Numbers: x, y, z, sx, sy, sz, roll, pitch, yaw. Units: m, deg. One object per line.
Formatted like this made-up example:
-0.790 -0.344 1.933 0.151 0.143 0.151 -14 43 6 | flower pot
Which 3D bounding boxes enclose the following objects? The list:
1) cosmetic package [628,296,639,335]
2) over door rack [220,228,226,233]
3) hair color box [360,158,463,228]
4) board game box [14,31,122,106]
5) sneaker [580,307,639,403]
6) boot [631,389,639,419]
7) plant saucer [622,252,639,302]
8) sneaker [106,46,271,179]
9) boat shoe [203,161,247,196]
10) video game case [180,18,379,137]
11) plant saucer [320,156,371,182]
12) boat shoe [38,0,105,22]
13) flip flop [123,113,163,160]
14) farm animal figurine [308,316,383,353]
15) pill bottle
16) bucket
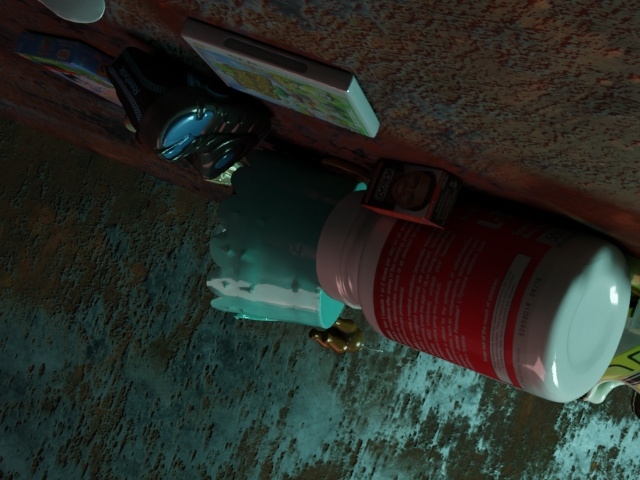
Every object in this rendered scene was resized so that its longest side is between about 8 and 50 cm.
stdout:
0.551 0.114 1.611 0.309 0.113 0.160 22 176 4 | cosmetic package
0.000 0.000 2.551 0.324 0.108 0.239 28 -162 11 | over door rack
0.120 -0.064 1.772 0.043 0.072 0.141 24 174 -36 | hair color box
-0.320 -0.242 1.945 0.160 0.039 0.211 17 175 46 | board game box
0.544 0.179 1.911 0.385 0.147 0.145 2 172 36 | sneaker
0.536 0.203 2.250 0.284 0.138 0.377 22 -158 33 | boot
0.436 0.053 1.924 0.241 0.037 0.241 22 176 2 | plant saucer
-0.166 -0.174 1.745 0.139 0.125 0.341 49 -175 13 | sneaker
-0.151 -0.108 2.574 0.190 0.072 0.068 24 175 -33 | boat shoe
-0.039 -0.176 1.465 0.193 0.023 0.212 21 176 12 | video game case
0.041 -0.108 2.007 0.083 0.013 0.083 22 177 1 | plant saucer
-0.292 -0.273 1.388 0.142 0.049 0.040 24 -166 -14 | boat shoe
-0.277 -0.177 2.262 0.112 0.080 0.277 24 176 -26 | flip flop
0.125 0.048 2.263 0.172 0.330 0.327 27 146 -28 | farm animal figurine
0.203 0.059 1.853 0.408 0.229 0.229 19 175 36 | pill bottle
-0.045 0.003 2.093 0.183 0.281 0.281 15 175 13 | bucket
